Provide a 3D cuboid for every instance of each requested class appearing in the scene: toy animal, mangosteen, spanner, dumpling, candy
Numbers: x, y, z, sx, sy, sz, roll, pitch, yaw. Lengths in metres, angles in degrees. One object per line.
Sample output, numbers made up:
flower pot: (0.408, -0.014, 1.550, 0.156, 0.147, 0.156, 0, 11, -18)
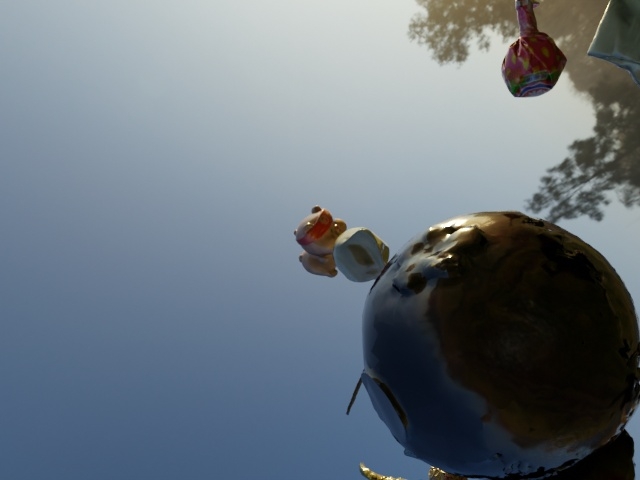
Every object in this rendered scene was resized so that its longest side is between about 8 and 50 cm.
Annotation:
toy animal: (0.000, 0.000, 1.410, 0.171, 0.197, 0.171, -3, -145, 2)
mangosteen: (0.240, 0.172, 0.653, 0.381, 0.381, 0.421, -22, -79, -49)
spanner: (0.154, 0.502, 1.706, 0.026, 0.325, 0.093, 23, -168, 11)
dumpling: (0.110, 0.040, 1.166, 0.162, 0.250, 0.132, 44, -104, 0)
candy: (0.407, -0.474, 0.937, 0.124, 0.124, 0.365, -26, -76, -49)

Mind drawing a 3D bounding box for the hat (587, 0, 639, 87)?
hat: (0.499, -0.250, 0.521, 0.301, 0.168, 0.258, 40, -179, -6)

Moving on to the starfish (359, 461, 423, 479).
starfish: (0.240, 0.510, 0.825, 0.078, 0.358, 0.347, -40, -83, -27)

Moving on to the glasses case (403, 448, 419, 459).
glasses case: (0.397, 0.731, 1.724, 0.105, 0.266, 0.056, 17, -139, 5)

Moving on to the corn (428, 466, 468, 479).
corn: (0.318, 0.667, 1.069, 0.098, 0.098, 0.290, 5, -111, -39)
